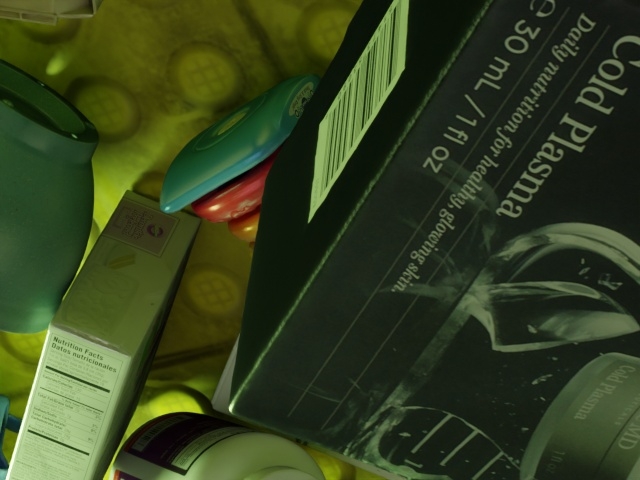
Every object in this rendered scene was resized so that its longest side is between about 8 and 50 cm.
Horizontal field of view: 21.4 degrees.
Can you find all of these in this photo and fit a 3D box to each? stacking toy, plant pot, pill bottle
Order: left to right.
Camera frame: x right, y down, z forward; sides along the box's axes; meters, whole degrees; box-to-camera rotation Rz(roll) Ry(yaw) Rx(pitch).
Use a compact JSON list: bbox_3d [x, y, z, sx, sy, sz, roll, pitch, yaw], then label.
[{"bbox_3d":[-0.346,-0.071,1.715,0.293,0.293,0.196,32,103,-10],"label":"plant pot"},{"bbox_3d":[-0.105,0.294,1.881,0.181,0.181,0.323,45,163,-20],"label":"pill bottle"},{"bbox_3d":[0.000,0.000,1.688,0.165,0.175,0.302,-28,106,31],"label":"stacking toy"}]

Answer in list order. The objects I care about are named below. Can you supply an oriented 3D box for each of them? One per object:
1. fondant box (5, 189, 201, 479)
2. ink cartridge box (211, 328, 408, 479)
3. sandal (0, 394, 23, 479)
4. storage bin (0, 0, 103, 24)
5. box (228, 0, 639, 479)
[{"bbox_3d":[-0.245,0.143,1.855,0.096,0.238,0.330,23,130,-1],"label":"fondant box"},{"bbox_3d":[0.043,0.137,1.849,0.272,0.115,0.198,22,129,-2],"label":"ink cartridge box"},{"bbox_3d":[-0.432,0.205,2.042,0.138,0.126,0.317,-13,131,20],"label":"sandal"},{"bbox_3d":[-0.323,-0.352,1.564,0.260,0.123,0.262,9,129,8],"label":"storage bin"},{"bbox_3d":[0.244,-0.029,1.276,0.471,0.297,0.480,21,131,-13],"label":"box"}]
